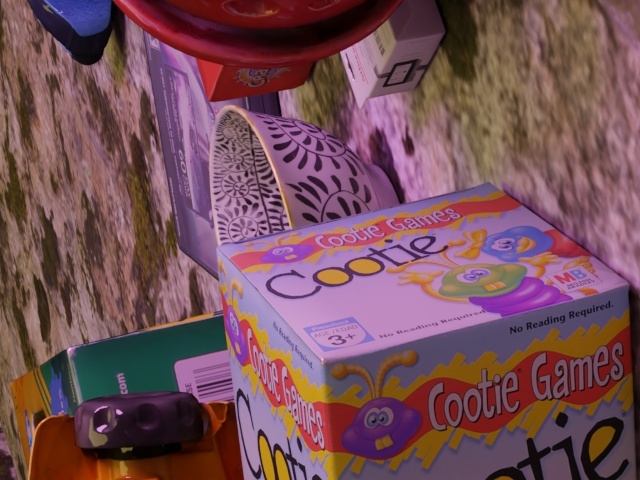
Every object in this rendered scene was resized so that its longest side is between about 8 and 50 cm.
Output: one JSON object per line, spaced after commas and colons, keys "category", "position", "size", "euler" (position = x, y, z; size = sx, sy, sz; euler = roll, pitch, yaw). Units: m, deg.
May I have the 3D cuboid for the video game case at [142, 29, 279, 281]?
{"category": "video game case", "position": [-0.073, -0.061, 1.389], "size": [0.274, 0.026, 0.196], "euler": [-147, 47, -69]}

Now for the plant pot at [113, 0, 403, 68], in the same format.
{"category": "plant pot", "position": [-0.027, -0.182, 0.853], "size": [0.174, 0.191, 0.191], "euler": [115, 140, -70]}

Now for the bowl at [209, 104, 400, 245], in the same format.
{"category": "bowl", "position": [0.000, 0.000, 1.085], "size": [0.170, 0.080, 0.170], "euler": [167, 90, -74]}

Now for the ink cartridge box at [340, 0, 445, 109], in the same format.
{"category": "ink cartridge box", "position": [0.034, -0.105, 0.983], "size": [0.083, 0.028, 0.048], "euler": [120, 136, -66]}

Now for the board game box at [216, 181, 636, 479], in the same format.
{"category": "board game box", "position": [0.053, 0.135, 0.889], "size": [0.142, 0.144, 0.275], "euler": [-137, 37, -62]}

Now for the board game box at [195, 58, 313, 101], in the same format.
{"category": "board game box", "position": [-0.058, -0.271, 1.109], "size": [0.242, 0.064, 0.316], "euler": [121, 135, -67]}

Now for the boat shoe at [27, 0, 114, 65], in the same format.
{"category": "boat shoe", "position": [-0.257, -0.260, 1.723], "size": [0.089, 0.109, 0.258], "euler": [95, 159, -55]}

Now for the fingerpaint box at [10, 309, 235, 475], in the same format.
{"category": "fingerpaint box", "position": [-0.106, 0.295, 1.511], "size": [0.371, 0.163, 0.444], "euler": [154, 103, -73]}

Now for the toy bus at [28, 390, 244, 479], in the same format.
{"category": "toy bus", "position": [-0.057, 0.165, 1.228], "size": [0.211, 0.220, 0.149], "euler": [10, -105, -86]}
